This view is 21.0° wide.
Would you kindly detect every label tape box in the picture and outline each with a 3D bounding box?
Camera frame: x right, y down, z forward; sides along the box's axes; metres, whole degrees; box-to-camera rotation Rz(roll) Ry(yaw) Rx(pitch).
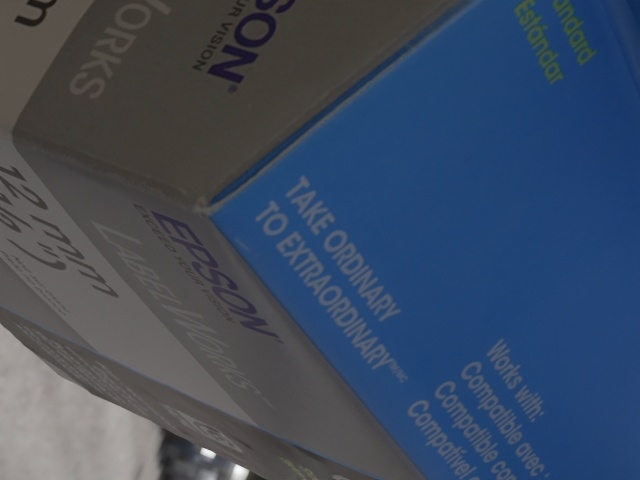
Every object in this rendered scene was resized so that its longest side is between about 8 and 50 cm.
[{"bbox_3d":[0.000,0.000,0.530,0.115,0.347,0.249,-55,142,-16],"label":"label tape box"}]
